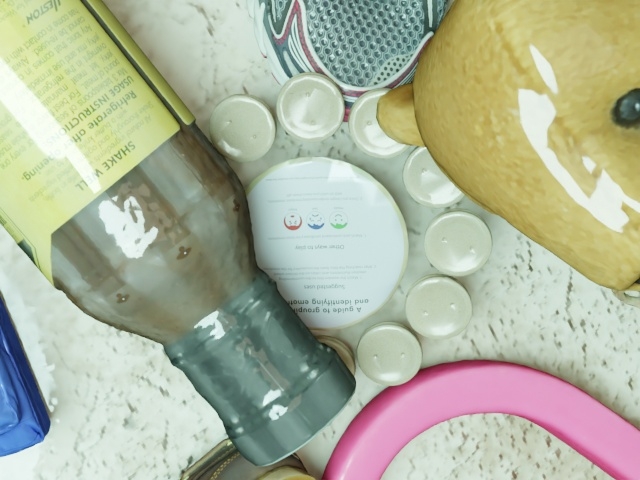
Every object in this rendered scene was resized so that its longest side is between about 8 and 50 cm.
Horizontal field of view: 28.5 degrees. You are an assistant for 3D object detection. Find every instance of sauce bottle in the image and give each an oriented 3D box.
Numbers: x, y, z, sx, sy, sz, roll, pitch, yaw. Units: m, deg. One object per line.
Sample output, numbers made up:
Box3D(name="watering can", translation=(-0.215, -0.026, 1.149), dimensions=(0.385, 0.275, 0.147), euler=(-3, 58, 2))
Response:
Box3D(name="sauce bottle", translation=(-0.113, -0.037, 0.621), dimensions=(0.111, 0.111, 0.344), euler=(-39, 97, -10))

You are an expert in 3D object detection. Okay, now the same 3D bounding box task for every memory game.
Box3D(name="memory game", translation=(0.000, 0.000, 0.682), dimensions=(0.186, 0.012, 0.186), euler=(2, 107, 7))

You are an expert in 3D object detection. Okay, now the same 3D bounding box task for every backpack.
Box3D(name="backpack", translation=(-0.211, 0.079, 0.632), dimensions=(0.120, 0.101, 0.098), euler=(-21, 86, -8))

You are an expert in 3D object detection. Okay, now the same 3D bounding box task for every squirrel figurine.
Box3D(name="squirrel figurine", translation=(0.200, -0.144, 0.630), dimensions=(0.370, 0.281, 0.397), euler=(-12, 74, -20))

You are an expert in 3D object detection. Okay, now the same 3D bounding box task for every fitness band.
Box3D(name="fitness band", translation=(0.127, 0.196, 0.720), dimensions=(0.291, 0.054, 0.209), euler=(36, 82, -10))

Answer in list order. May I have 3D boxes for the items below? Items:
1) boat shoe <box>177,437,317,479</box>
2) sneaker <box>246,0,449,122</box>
Box3D(name="boat shoe", translation=(-0.086, 0.189, 0.671), dimensions=(0.207, 0.073, 0.073), euler=(-42, 128, -13))
Box3D(name="sneaker", translation=(0.036, -0.212, 0.678), dimensions=(0.121, 0.112, 0.299), euler=(11, 90, -12))
